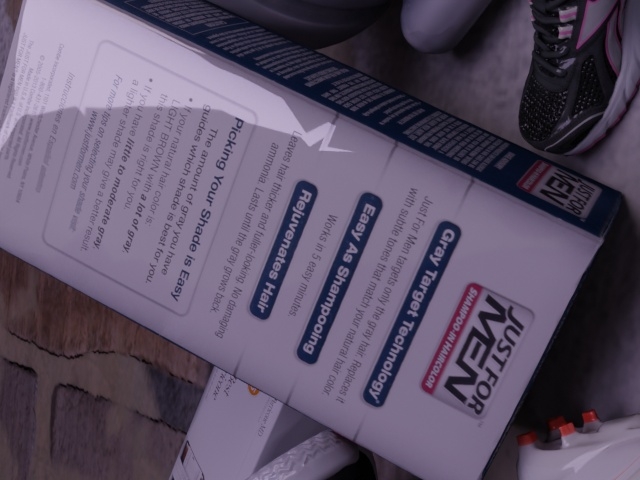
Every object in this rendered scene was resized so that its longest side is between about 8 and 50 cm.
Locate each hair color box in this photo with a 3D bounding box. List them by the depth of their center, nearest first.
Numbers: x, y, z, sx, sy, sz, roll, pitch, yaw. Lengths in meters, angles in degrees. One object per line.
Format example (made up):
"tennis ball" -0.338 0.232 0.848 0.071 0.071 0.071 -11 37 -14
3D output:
"hair color box" -0.023 -0.016 0.679 0.347 0.105 0.174 27 113 12

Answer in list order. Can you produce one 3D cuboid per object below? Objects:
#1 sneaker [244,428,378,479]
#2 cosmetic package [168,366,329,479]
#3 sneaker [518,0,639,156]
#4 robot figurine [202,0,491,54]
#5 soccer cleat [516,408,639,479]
"sneaker" 0.026 0.223 0.718 0.153 0.101 0.268 52 163 28
"cosmetic package" -0.067 0.184 0.929 0.099 0.060 0.239 50 127 42
"sneaker" 0.139 -0.136 0.638 0.072 0.077 0.178 38 120 49
"robot figurine" 0.008 -0.257 0.720 0.300 0.200 0.353 51 134 5
"soccer cleat" 0.181 0.120 0.590 0.196 0.068 0.076 -24 85 53
